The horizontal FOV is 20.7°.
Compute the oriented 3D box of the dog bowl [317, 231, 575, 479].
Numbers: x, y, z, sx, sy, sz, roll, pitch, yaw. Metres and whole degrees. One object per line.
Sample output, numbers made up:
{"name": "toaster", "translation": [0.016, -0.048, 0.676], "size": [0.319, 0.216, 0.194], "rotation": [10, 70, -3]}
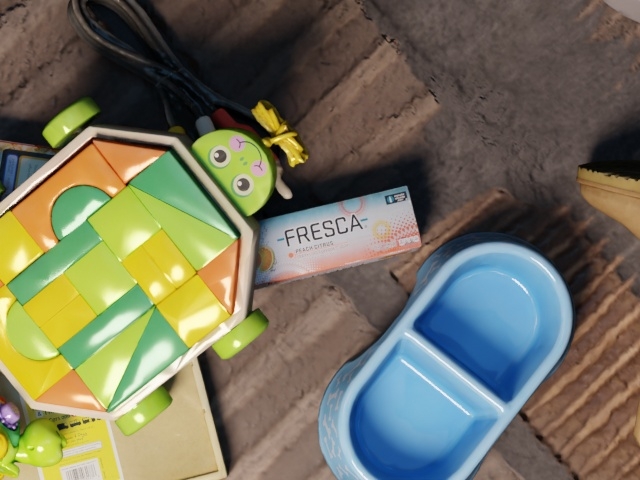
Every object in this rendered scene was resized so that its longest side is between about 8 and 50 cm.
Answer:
{"name": "dog bowl", "translation": [0.124, 0.122, 1.649], "size": [0.166, 0.074, 0.297], "rotation": [39, 83, 1]}

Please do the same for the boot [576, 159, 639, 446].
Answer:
{"name": "boot", "translation": [0.321, 0.072, 1.640], "size": [0.089, 0.236, 0.270], "rotation": [-7, 108, -38]}

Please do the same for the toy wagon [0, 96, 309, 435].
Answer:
{"name": "toy wagon", "translation": [-0.163, 0.001, 1.573], "size": [0.344, 0.068, 0.267], "rotation": [-38, 91, 13]}

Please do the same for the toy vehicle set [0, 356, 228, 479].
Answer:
{"name": "toy vehicle set", "translation": [-0.235, 0.175, 1.645], "size": [0.266, 0.035, 0.166], "rotation": [-13, 85, -4]}

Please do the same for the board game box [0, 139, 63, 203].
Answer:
{"name": "board game box", "translation": [-0.256, -0.014, 1.657], "size": [0.193, 0.045, 0.147], "rotation": [8, 84, -2]}

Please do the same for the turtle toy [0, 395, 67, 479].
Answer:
{"name": "turtle toy", "translation": [-0.295, 0.175, 1.584], "size": [0.130, 0.095, 0.066], "rotation": [25, 63, -1]}

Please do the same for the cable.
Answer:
{"name": "cable", "translation": [-0.124, -0.141, 1.658], "size": [0.139, 0.072, 0.287], "rotation": [-26, 82, -25]}

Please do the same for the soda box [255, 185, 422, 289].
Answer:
{"name": "soda box", "translation": [0.000, 0.000, 1.662], "size": [0.183, 0.058, 0.063], "rotation": [-13, 85, -5]}

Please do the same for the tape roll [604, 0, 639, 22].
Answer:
{"name": "tape roll", "translation": [0.354, -0.318, 1.703], "size": [0.219, 0.072, 0.219], "rotation": [0, 85, -2]}
